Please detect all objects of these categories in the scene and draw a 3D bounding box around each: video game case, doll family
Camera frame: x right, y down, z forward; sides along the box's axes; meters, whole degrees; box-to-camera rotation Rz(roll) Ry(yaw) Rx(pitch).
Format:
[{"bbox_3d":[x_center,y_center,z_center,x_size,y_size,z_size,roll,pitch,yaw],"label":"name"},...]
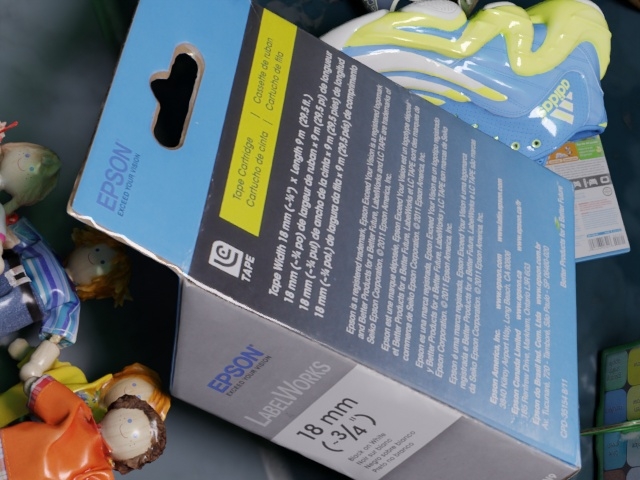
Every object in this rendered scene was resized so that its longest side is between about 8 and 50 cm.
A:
[{"bbox_3d":[0.167,-0.062,1.022,0.119,0.015,0.166,-9,82,-29],"label":"video game case"},{"bbox_3d":[-0.176,0.057,0.769,0.163,0.118,0.263,-17,71,-21],"label":"doll family"}]

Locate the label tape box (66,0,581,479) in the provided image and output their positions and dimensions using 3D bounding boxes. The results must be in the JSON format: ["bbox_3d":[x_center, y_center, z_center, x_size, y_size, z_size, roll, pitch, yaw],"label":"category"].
[{"bbox_3d":[0.000,0.000,0.824,0.334,0.106,0.240,28,44,-19],"label":"label tape box"}]

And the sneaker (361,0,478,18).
[{"bbox_3d":[0.101,-0.205,1.002,0.192,0.064,0.086,-12,90,-29],"label":"sneaker"}]

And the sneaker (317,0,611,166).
[{"bbox_3d":[0.106,-0.102,0.945,0.240,0.091,0.126,-10,82,-16],"label":"sneaker"}]

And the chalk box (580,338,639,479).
[{"bbox_3d":[0.284,0.138,0.964,0.213,0.132,0.132,14,71,-25],"label":"chalk box"}]

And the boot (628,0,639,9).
[{"bbox_3d":[0.320,-0.275,1.123,0.213,0.077,0.165,-4,79,-34],"label":"boot"}]
